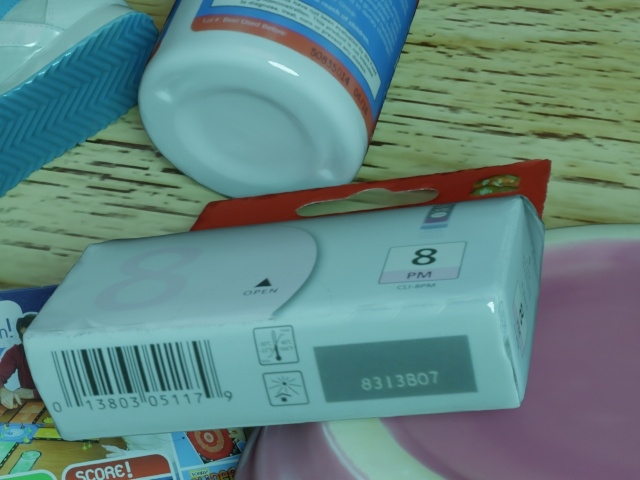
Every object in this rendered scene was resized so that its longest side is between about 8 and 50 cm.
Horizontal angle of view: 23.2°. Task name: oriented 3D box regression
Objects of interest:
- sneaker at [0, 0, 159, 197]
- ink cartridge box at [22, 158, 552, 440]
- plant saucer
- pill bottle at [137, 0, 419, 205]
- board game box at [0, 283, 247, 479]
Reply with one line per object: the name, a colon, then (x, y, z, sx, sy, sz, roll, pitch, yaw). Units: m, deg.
sneaker: (-0.200, -0.074, 0.836, 0.228, 0.087, 0.092, -31, 52, -29)
ink cartridge box: (0.000, 0.000, 0.680, 0.189, 0.066, 0.232, -6, 29, 15)
plant saucer: (0.125, 0.084, 0.638, 0.332, 0.084, 0.332, -4, 27, 2)
pill bottle: (-0.008, -0.137, 0.854, 0.124, 0.124, 0.221, 14, 55, 9)
board game box: (-0.135, 0.087, 0.700, 0.201, 0.035, 0.136, -6, 61, -24)
